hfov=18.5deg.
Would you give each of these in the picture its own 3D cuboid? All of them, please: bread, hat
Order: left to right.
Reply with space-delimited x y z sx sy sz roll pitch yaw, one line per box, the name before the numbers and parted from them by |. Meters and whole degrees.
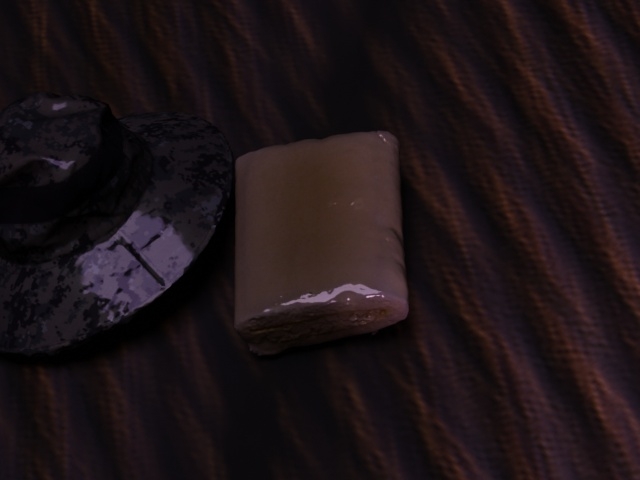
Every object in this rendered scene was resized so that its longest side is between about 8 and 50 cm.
hat | -0.205 -0.046 1.557 0.265 0.128 0.265 -13 45 14
bread | 0.000 0.000 1.523 0.139 0.060 0.178 -8 48 10
